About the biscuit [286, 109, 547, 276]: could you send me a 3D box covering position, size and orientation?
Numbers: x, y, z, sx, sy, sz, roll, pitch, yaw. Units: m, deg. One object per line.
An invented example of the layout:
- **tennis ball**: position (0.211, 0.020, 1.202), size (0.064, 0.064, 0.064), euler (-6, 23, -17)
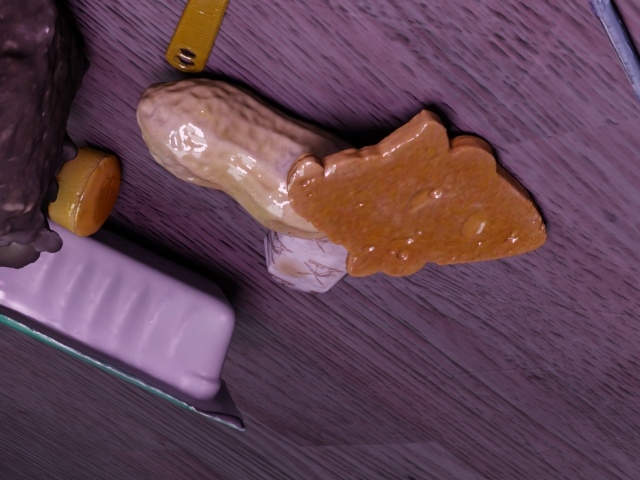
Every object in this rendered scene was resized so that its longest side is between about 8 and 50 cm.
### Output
- **biscuit**: position (0.081, -0.030, 1.173), size (0.250, 0.035, 0.162), euler (15, 129, -30)

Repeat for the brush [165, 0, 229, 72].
- **brush**: position (-0.083, -0.178, 1.098), size (0.082, 0.010, 0.218), euler (22, 156, -6)

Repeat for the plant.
- **plant**: position (-0.284, -0.111, 1.175), size (0.199, 0.188, 0.276), euler (16, 152, 1)

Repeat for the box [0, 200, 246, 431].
- **box**: position (-0.216, 0.051, 1.471), size (0.336, 0.106, 0.264), euler (26, -177, -14)

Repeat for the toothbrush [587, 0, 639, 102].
- **toothbrush**: position (0.225, -0.103, 1.014), size (0.019, 0.016, 0.219), euler (0, 148, 33)

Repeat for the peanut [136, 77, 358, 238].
- **peanut**: position (-0.051, -0.065, 1.196), size (0.214, 0.099, 0.090), euler (27, 150, -10)

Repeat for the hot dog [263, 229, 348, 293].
- **hot dog**: position (0.000, 0.000, 1.342), size (0.099, 0.053, 0.192), euler (24, 157, -5)

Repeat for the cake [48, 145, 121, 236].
- **cake**: position (-0.217, -0.045, 1.371), size (0.044, 0.084, 0.084), euler (21, 155, 10)
